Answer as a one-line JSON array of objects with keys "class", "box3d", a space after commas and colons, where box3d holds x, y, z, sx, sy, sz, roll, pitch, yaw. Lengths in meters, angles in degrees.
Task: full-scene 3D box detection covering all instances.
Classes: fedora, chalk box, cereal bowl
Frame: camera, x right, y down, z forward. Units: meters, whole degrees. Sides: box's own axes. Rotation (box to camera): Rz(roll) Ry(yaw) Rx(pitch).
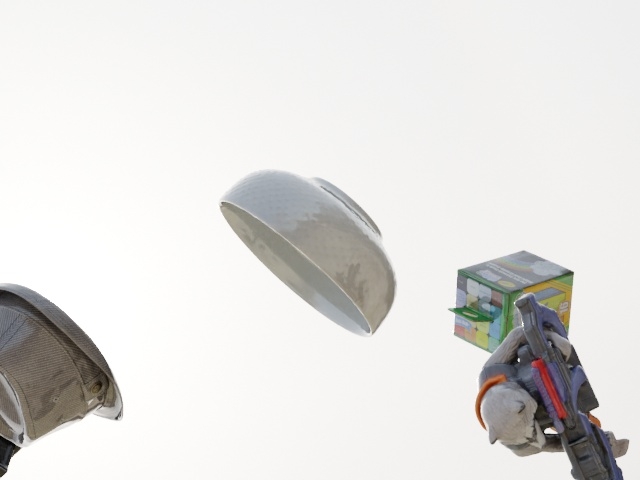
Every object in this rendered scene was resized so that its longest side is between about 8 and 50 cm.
[{"class": "fedora", "box3d": [-0.383, 0.183, 1.770, 0.124, 0.243, 0.275, -50, -18, -31]}, {"class": "chalk box", "box3d": [0.318, 0.116, 2.362, 0.213, 0.132, 0.132, -15, -63, -34]}, {"class": "cereal bowl", "box3d": [0.000, 0.000, 2.239, 0.141, 0.339, 0.339, -47, -30, -12]}]

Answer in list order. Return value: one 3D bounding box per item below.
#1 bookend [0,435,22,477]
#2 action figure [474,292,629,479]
[{"class": "bookend", "box3d": [-0.549, 0.337, 2.096, 0.156, 0.157, 0.072, 39, -63, -20]}, {"class": "action figure", "box3d": [0.309, 0.259, 1.837, 0.178, 0.341, 0.330, -27, -19, 23]}]
